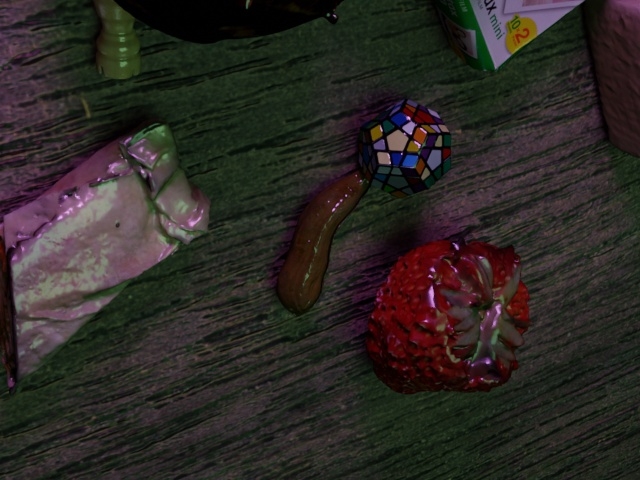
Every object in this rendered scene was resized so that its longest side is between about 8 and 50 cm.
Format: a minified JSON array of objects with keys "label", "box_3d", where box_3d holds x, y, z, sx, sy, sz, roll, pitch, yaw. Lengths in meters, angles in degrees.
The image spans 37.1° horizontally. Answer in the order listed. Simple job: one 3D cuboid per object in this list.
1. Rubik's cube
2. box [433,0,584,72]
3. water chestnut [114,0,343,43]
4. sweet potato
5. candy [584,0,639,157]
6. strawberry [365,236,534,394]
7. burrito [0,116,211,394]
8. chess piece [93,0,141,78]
[{"label":"Rubik's cube","box_3d":[0.113,-0.122,1.282,0.112,0.133,0.133,-9,123,-14]},{"label":"box","box_3d":[0.261,-0.358,1.246,0.250,0.103,0.180,-40,131,-6]},{"label":"water chestnut","box_3d":[-0.060,-0.367,0.885,0.335,0.335,0.347,12,143,-38]},{"label":"sweet potato","box_3d":[-0.003,-0.002,1.327,0.081,0.062,0.233,11,109,-54]},{"label":"candy","box_3d":[0.511,-0.254,1.424,0.135,0.179,0.320,-37,132,-10]},{"label":"strawberry","box_3d":[0.182,0.119,1.440,0.261,0.258,0.261,1,89,-41]},{"label":"burrito","box_3d":[-0.284,0.007,1.118,0.348,0.107,0.175,-42,117,-7]},{"label":"chess piece","box_3d":[-0.221,-0.239,1.034,0.066,0.066,0.122,-11,129,-28]}]
